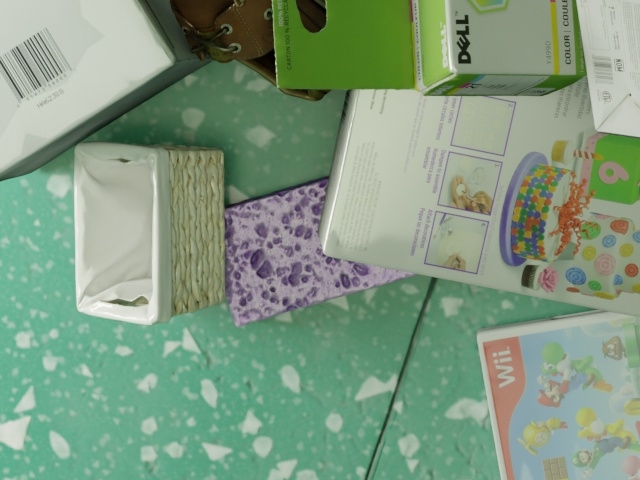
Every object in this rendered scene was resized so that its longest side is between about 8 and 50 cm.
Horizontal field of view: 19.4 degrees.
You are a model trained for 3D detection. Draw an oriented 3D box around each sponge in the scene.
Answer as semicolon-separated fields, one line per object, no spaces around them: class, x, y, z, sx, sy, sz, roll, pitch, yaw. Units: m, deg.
sponge;0.000;0.000;1.824;0.210;0.031;0.117;-16;97;7

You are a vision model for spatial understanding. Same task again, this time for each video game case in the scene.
video game case;0.309;0.164;1.827;0.285;0.025;0.204;-10;98;6

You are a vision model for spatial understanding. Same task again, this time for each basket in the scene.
basket;-0.160;-0.012;1.784;0.113;0.103;0.167;7;99;39

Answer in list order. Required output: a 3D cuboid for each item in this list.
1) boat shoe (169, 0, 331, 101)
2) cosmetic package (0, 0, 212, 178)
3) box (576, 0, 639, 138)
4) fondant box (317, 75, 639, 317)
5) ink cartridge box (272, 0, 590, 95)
boat shoe;-0.072;-0.207;1.672;0.111;0.307;0.104;13;85;44
cosmetic package;-0.239;-0.164;1.722;0.224;0.225;0.138;-31;91;8
box;0.346;-0.218;1.626;0.087;0.290;0.169;12;122;43
fondant box;0.181;-0.077;1.745;0.330;0.096;0.238;11;99;-4
ink cartridge box;0.092;-0.223;1.602;0.255;0.097;0.188;-2;85;-18
